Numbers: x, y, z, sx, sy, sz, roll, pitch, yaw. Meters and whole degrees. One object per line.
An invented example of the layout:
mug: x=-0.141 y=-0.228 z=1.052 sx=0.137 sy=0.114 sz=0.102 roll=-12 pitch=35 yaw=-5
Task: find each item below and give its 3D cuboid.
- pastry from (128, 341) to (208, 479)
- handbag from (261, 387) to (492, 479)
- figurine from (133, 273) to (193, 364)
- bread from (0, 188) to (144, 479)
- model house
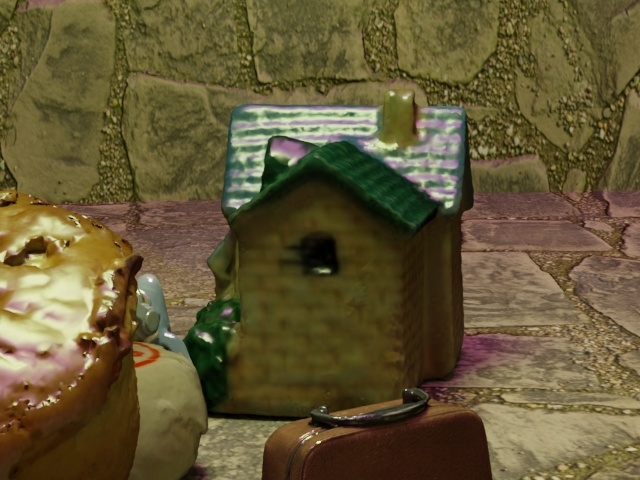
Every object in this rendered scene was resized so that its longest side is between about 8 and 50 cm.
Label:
pastry: x=-0.237 y=0.172 z=1.719 sx=0.265 sy=0.133 sz=0.265 roll=-4 pitch=7 yaw=1
handbag: x=0.047 y=0.200 z=1.450 sx=0.193 sy=0.151 sz=0.072 roll=-5 pitch=8 yaw=-30
figurine: x=-0.224 y=0.123 z=1.917 sx=0.128 sy=0.184 sz=0.208 roll=4 pitch=53 yaw=33
bread: x=-0.319 y=0.115 z=1.464 sx=0.398 sy=0.215 sz=0.398 roll=-2 pitch=35 yaw=2
model house: x=0.000 y=0.000 z=2.088 sx=0.334 sy=0.343 sz=0.382 roll=2 pitch=10 yaw=8
